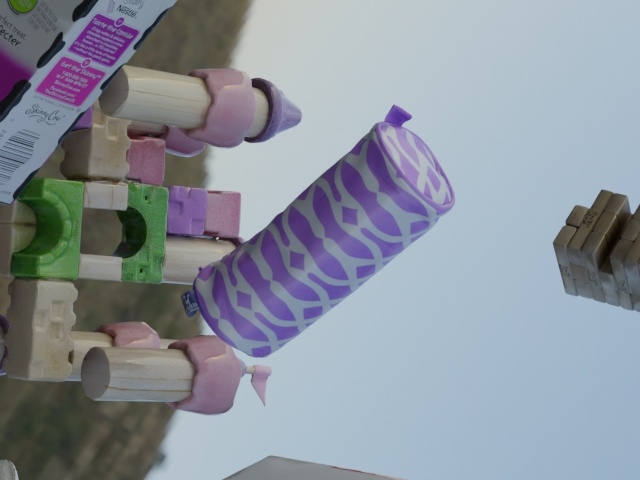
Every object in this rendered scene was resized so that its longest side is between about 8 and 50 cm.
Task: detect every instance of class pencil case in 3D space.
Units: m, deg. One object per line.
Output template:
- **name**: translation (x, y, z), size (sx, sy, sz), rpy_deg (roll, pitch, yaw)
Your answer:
- **pencil case**: translation (0.000, 0.000, 1.310), size (0.206, 0.086, 0.088), rpy_deg (-37, -132, 21)

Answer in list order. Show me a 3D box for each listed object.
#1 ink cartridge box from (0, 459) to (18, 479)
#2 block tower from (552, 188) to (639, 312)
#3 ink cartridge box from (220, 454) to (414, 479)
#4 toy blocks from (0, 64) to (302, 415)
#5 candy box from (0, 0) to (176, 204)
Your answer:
- **ink cartridge box**: translation (-0.322, 0.375, 1.289), size (0.160, 0.279, 0.385), rpy_deg (-173, -106, -79)
- **block tower**: translation (0.417, 0.037, 1.915), size (0.091, 0.335, 0.097), rpy_deg (-56, 145, -27)
- **ink cartridge box**: translation (0.012, 0.351, 1.529), size (0.131, 0.306, 0.226), rpy_deg (-22, -168, -35)
- **toy blocks**: translation (-0.149, -0.004, 1.566), size (0.309, 0.260, 0.289), rpy_deg (1, -93, 48)
- **candy box**: translation (-0.195, -0.163, 1.205), size (0.233, 0.159, 0.071), rpy_deg (-48, 150, 16)
